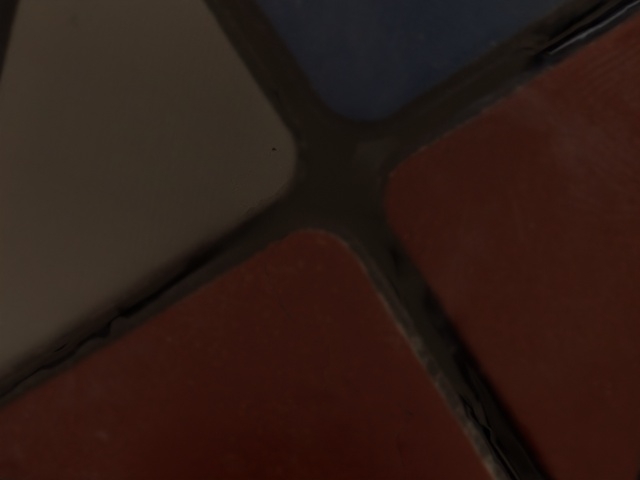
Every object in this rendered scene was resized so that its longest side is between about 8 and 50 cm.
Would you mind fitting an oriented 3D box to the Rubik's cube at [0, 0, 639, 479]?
[{"bbox_3d":[0.000,0.000,0.579,0.305,0.310,0.307,12,-96,-3],"label":"Rubik's cube"}]
